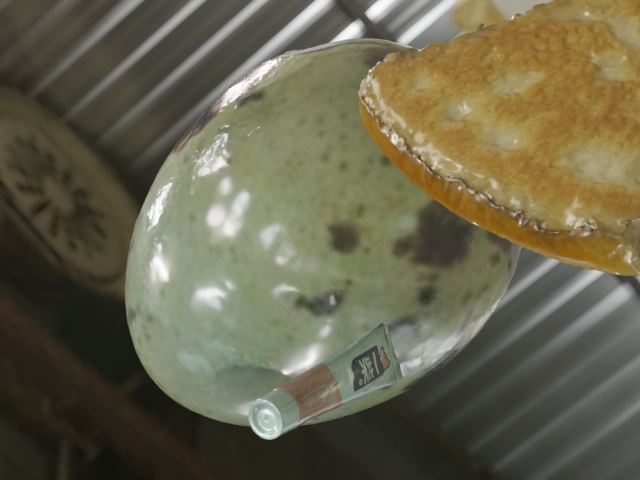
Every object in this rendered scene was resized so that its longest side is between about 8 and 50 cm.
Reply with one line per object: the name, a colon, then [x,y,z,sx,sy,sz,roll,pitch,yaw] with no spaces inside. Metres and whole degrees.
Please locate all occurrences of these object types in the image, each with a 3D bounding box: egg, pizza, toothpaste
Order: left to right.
egg: [0.000,0.000,1.904,0.345,0.428,0.345,44,-167,-13]
toothpaste: [0.011,0.118,1.622,0.205,0.036,0.056,-22,-77,-55]
pizza: [0.134,-0.074,0.960,0.188,0.199,0.062,37,160,31]
